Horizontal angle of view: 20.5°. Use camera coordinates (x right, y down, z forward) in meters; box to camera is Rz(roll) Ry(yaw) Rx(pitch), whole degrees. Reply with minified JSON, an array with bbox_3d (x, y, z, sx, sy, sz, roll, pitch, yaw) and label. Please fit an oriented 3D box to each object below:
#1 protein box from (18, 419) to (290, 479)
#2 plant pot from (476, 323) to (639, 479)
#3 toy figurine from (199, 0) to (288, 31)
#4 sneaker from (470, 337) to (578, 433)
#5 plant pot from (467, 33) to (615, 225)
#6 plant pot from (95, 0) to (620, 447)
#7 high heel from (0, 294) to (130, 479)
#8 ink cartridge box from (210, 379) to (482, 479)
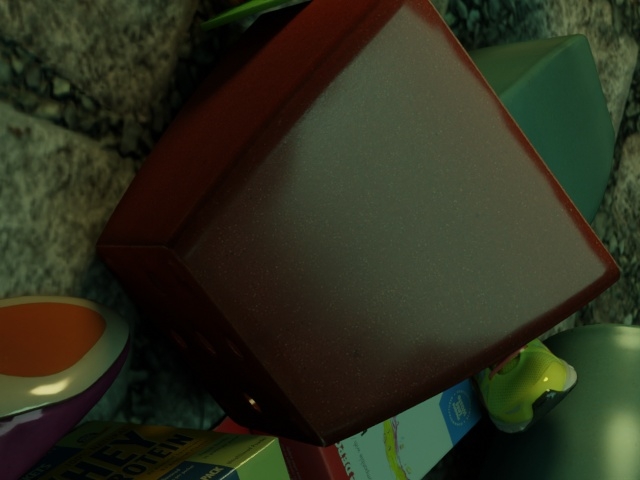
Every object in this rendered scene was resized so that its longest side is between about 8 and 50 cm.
[{"bbox_3d":[-0.113,0.246,1.210,0.136,0.200,0.201,-32,112,-42],"label":"protein box"},{"bbox_3d":[0.261,0.225,1.583,0.271,0.272,0.255,42,46,-38],"label":"plant pot"},{"bbox_3d":[-0.049,-0.258,1.355,0.173,0.130,0.159,-35,107,-65],"label":"toy figurine"},{"bbox_3d":[0.147,0.092,1.517,0.081,0.208,0.094,-40,112,0],"label":"sneaker"},{"bbox_3d":[0.153,-0.080,1.524,0.234,0.165,0.165,-42,120,-47],"label":"plant pot"},{"bbox_3d":[0.000,0.000,1.275,0.236,0.267,0.267,-43,106,-18],"label":"plant pot"},{"bbox_3d":[-0.263,0.168,1.152,0.377,0.127,0.181,-29,140,-47],"label":"high heel"},{"bbox_3d":[0.022,0.151,1.441,0.231,0.078,0.134,-40,118,-38],"label":"ink cartridge box"}]
